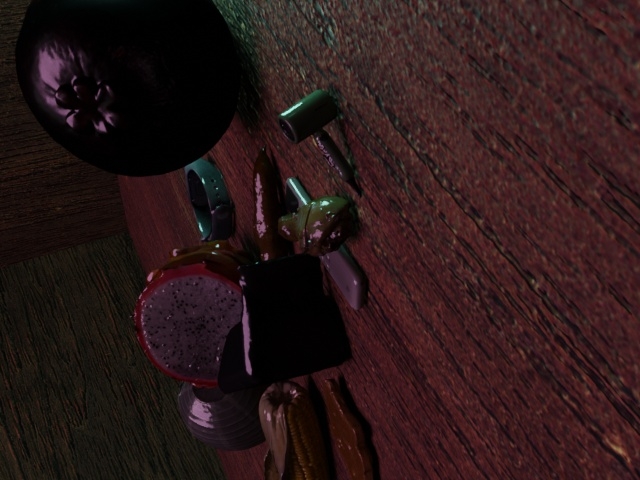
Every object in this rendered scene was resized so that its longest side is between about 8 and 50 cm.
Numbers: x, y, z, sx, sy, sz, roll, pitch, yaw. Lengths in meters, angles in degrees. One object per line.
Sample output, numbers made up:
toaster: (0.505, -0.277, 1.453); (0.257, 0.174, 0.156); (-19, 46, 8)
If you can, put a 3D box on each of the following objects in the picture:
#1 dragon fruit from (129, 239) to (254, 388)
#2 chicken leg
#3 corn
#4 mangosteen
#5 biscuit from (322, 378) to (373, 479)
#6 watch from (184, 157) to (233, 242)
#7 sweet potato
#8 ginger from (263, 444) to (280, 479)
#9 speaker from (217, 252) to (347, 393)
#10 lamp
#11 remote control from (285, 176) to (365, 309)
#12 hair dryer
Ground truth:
dragon fruit: (-0.234, 0.139, 1.696); (0.226, 0.306, 0.305); (-73, -27, -70)
chicken leg: (-0.017, -0.019, 1.152); (0.198, 0.069, 0.084); (-1, 99, 64)
corn: (-0.052, 0.423, 1.616); (0.123, 0.122, 0.305); (-134, 30, -56)
mangosteen: (-0.319, -0.319, 1.397); (0.435, 0.382, 0.382); (-75, -18, -56)
biscuit: (0.056, 0.358, 1.380); (0.162, 0.035, 0.250); (176, 78, -77)
watch: (-0.259, -0.084, 1.848); (0.206, 0.068, 0.193); (95, 152, -46)
sweet potato: (-0.089, -0.033, 1.401); (0.067, 0.067, 0.273); (-142, 43, -60)
ginger: (-0.077, 0.451, 1.764); (0.122, 0.115, 0.193); (-107, 21, -54)
speaker: (-0.085, 0.159, 1.405); (0.388, 0.180, 0.184); (136, 122, -69)
lamp: (-0.209, 0.378, 1.850); (0.233, 0.265, 0.233); (-4, -90, -73)
remote control: (0.000, 0.000, 1.213); (0.067, 0.029, 0.261); (92, 154, -44)
hair dryer: (0.013, -0.119, 1.033); (0.150, 0.071, 0.047); (55, 166, -2)
